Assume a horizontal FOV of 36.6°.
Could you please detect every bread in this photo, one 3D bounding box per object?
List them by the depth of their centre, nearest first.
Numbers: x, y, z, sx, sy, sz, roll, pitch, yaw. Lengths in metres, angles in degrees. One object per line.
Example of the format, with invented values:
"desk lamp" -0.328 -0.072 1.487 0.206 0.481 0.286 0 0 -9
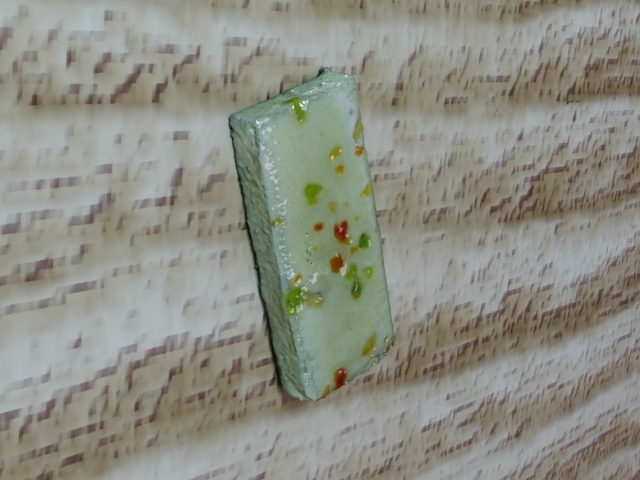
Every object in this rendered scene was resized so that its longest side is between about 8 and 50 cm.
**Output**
"bread" 0.000 0.000 0.458 0.068 0.028 0.154 -29 121 -36
